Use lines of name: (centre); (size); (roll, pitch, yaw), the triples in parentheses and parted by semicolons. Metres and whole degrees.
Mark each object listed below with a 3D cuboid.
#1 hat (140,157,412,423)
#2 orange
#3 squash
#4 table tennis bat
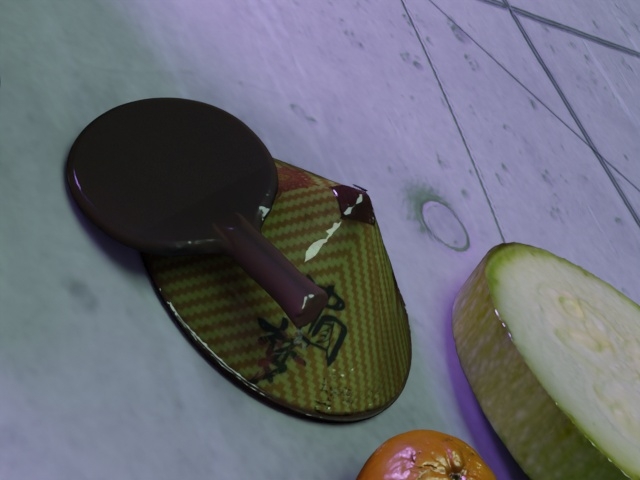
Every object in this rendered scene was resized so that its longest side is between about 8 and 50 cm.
hat: (0.000, 0.000, 0.680); (0.193, 0.082, 0.193); (29, 38, -26)
orange: (0.054, 0.134, 0.605); (0.083, 0.070, 0.083); (25, 40, -22)
squash: (0.194, 0.105, 0.795); (0.252, 0.049, 0.252); (30, 26, -17)
table tennis bat: (-0.053, -0.050, 0.596); (0.107, 0.119, 0.170); (-31, 61, -30)
